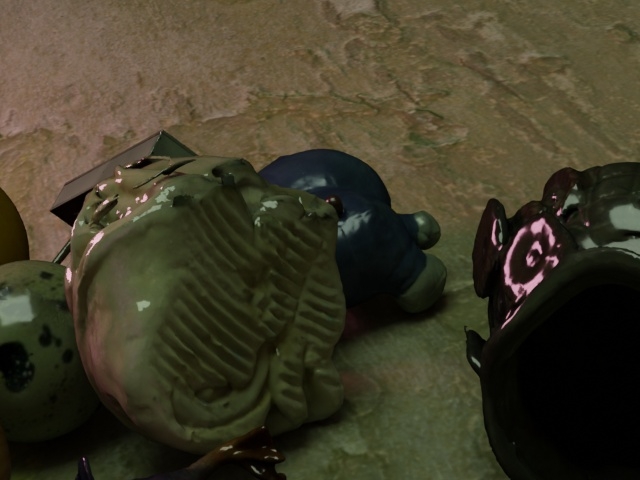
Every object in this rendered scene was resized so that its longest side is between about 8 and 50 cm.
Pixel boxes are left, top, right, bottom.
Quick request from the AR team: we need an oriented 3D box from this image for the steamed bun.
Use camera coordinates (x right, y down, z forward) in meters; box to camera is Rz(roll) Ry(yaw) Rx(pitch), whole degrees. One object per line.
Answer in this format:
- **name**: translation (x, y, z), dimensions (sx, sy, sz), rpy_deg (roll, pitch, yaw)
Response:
- **steamed bun**: translation (-0.130, 0.061, 1.820), dimensions (0.268, 0.280, 0.207), rpy_deg (-3, 3, -42)

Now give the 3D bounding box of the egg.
- **egg**: translation (-0.283, 0.105, 1.930), dimensions (0.177, 0.177, 0.228), rpy_deg (-12, 10, 4)

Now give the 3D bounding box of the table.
- **table**: translation (-0.200, -0.014, 2.102), dimensions (0.240, 0.121, 0.111), rpy_deg (-23, 37, 55)

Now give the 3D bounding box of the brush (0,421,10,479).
- **brush**: translation (-0.332, 0.241, 1.692), dimensions (0.174, 0.166, 0.267), rpy_deg (-7, 27, 17)

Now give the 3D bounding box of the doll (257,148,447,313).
- **doll**: translation (0.000, 0.000, 2.048), dimensions (0.228, 0.154, 0.258), rpy_deg (-23, 21, -10)

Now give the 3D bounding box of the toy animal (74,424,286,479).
- **toy animal**: translation (-0.103, 0.239, 1.634), dimensions (0.298, 0.122, 0.185), rpy_deg (0, 30, 28)

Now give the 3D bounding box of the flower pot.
- **flower pot**: translation (0.250, 0.081, 1.597), dimensions (0.302, 0.302, 0.213), rpy_deg (-4, 29, 19)

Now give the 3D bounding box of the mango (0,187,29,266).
- **mango**: translation (-0.501, 0.076, 2.040), dimensions (0.300, 0.232, 0.445), rpy_deg (17, 47, 39)
